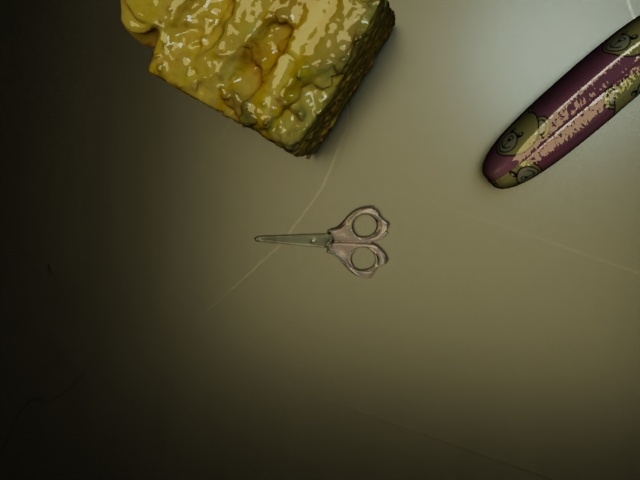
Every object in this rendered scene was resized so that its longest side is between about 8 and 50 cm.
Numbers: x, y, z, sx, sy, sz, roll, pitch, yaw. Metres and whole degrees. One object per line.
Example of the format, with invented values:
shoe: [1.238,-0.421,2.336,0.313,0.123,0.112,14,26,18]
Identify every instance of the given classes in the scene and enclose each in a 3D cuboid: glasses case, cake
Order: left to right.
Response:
cake: [-0.084,-0.266,0.996,0.286,0.227,0.222,33,99,4]
glasses case: [0.330,-0.179,0.997,0.316,0.123,0.076,-42,93,9]

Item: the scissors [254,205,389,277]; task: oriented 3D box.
scissors: [0.000,0.000,1.115,0.189,0.015,0.100,2,98,9]
